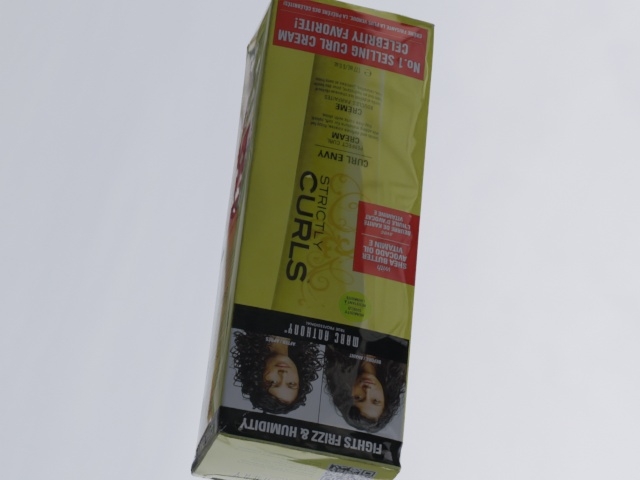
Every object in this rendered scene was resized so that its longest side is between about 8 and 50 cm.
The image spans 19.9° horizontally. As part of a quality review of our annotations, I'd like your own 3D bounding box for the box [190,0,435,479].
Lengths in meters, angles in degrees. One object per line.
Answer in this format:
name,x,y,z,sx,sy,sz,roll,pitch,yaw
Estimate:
box,0.000,0.000,0.835,0.058,0.087,0.232,121,-21,-58
